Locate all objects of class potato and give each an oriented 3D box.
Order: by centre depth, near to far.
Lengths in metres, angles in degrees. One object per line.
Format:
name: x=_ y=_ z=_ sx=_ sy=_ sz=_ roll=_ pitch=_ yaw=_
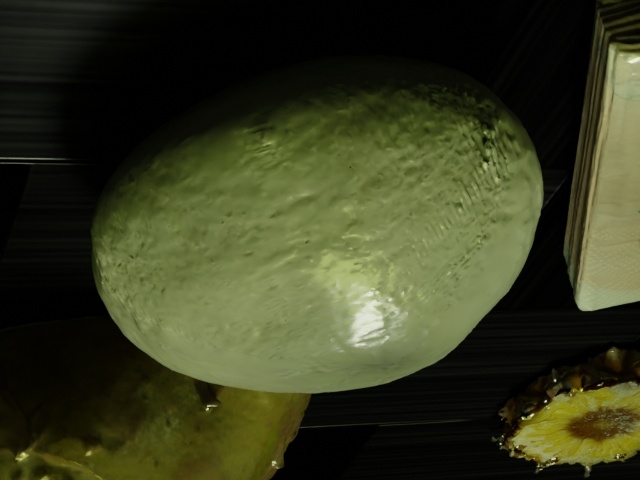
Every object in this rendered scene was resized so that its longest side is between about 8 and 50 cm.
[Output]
potato: x=-0.145 y=0.180 z=1.271 sx=0.300 sy=0.196 sz=0.246 roll=-7 pitch=151 yaw=-16

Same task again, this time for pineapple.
pineapple: x=0.261 y=0.160 z=1.564 sx=0.221 sy=0.047 sz=0.221 roll=-8 pitch=149 yaw=-5

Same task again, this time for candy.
candy: x=0.000 y=0.000 z=1.042 sx=0.295 sy=0.185 sz=0.295 roll=-14 pitch=155 yaw=-7

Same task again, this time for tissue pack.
tissue pack: x=0.261 y=-0.067 z=1.152 sx=0.170 sy=0.071 sz=0.325 roll=-11 pitch=150 yaw=-3
